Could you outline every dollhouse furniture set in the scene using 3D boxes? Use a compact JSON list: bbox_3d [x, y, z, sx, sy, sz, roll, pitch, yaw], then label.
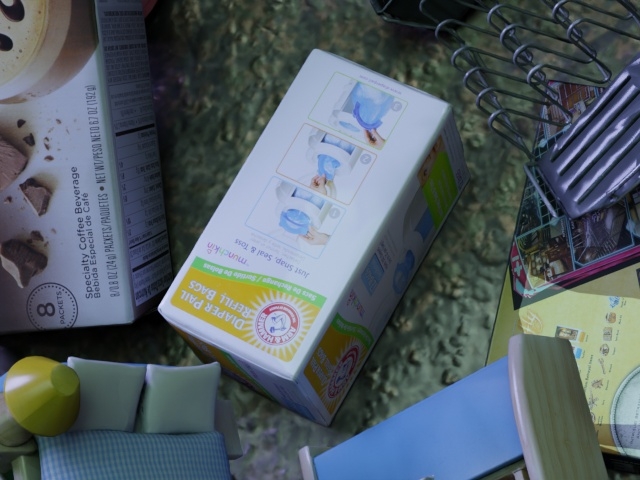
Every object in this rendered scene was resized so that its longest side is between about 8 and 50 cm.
[{"bbox_3d":[-0.009,0.184,0.935,0.198,0.303,0.286,-34,59,41],"label":"dollhouse furniture set"}]

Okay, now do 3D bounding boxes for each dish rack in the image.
[{"bbox_3d":[0.156,-0.153,1.110,0.208,0.074,0.271,-50,41,24],"label":"dish rack"}]

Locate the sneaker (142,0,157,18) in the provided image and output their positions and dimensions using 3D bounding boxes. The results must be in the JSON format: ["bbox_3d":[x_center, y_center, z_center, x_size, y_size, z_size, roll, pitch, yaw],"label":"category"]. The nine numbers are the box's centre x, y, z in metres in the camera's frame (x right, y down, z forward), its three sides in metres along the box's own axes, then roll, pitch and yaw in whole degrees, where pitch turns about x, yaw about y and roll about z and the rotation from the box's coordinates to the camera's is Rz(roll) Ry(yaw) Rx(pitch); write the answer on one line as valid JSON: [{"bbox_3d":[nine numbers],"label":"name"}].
[{"bbox_3d":[-0.273,-0.229,1.275,0.314,0.136,0.116,5,70,15],"label":"sneaker"}]

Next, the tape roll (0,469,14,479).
[{"bbox_3d":[-0.276,0.113,1.041,0.077,0.321,0.321,-40,66,-5],"label":"tape roll"}]

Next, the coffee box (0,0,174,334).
[{"bbox_3d":[-0.202,-0.091,1.149,0.168,0.119,0.297,-4,97,10],"label":"coffee box"}]

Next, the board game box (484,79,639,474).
[{"bbox_3d":[0.202,0.024,1.121,0.165,0.042,0.243,10,72,16],"label":"board game box"}]

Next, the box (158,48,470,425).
[{"bbox_3d":[0.000,0.000,1.136,0.103,0.114,0.203,25,75,20],"label":"box"}]
